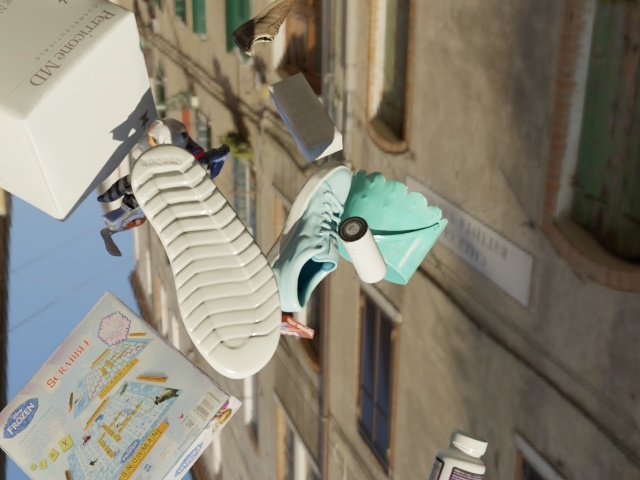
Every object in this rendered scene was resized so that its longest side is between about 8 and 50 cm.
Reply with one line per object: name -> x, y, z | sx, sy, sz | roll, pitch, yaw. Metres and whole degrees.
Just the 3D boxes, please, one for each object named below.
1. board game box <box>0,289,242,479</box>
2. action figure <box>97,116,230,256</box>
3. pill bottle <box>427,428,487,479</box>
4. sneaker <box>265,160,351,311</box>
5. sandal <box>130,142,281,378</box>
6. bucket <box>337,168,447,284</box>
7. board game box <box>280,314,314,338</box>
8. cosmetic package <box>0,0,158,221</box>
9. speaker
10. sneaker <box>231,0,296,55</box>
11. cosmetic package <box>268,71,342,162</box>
board game box -> -0.352, 0.300, 1.457 | 0.318, 0.066, 0.319 | 36, -101, 23
action figure -> -0.362, -0.117, 1.725 | 0.178, 0.330, 0.341 | 45, -140, 8
pill bottle -> 0.288, 0.507, 1.834 | 0.108, 0.194, 0.108 | 19, 179, 0
sneaker -> 0.000, 0.000, 1.894 | 0.150, 0.366, 0.135 | 22, 170, 33
sandal -> -0.186, 0.030, 1.457 | 0.169, 0.417, 0.102 | -21, 176, -14
bucket -> 0.150, -0.029, 2.110 | 0.281, 0.183, 0.281 | 29, 169, 6
board game box -> -0.172, 0.246, 2.576 | 0.281, 0.027, 0.145 | 3, 159, 36
cosmetic package -> -0.596, -0.317, 1.726 | 0.393, 0.327, 0.329 | 27, -119, 15
speaker -> 0.074, 0.018, 1.490 | 0.055, 0.136, 0.055 | -11, -127, 15
sneaker -> -0.120, -0.504, 2.020 | 0.188, 0.071, 0.066 | -39, 180, -13
cosmetic package -> -0.040, -0.313, 2.179 | 0.098, 0.060, 0.239 | -22, -120, -12
